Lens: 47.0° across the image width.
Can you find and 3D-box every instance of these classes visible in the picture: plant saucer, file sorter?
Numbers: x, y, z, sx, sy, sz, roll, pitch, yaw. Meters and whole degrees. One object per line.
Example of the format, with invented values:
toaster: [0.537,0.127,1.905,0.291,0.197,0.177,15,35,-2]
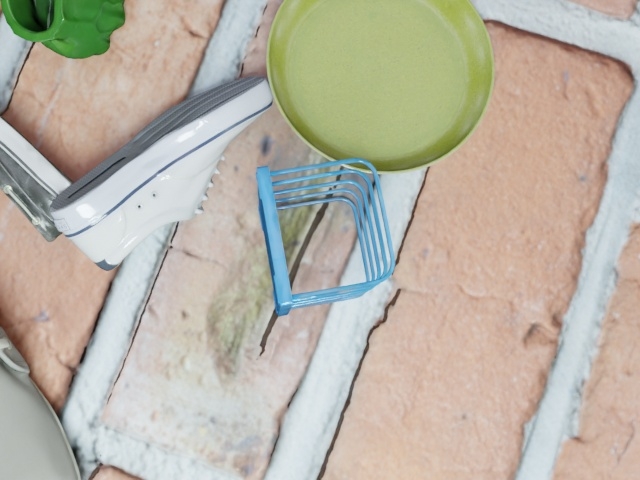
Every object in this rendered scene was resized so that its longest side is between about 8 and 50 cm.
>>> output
plant saucer: [0.062,-0.183,0.780,0.240,0.037,0.241,1,82,-5]
file sorter: [0.000,0.000,0.693,0.104,0.170,0.118,-10,82,-5]

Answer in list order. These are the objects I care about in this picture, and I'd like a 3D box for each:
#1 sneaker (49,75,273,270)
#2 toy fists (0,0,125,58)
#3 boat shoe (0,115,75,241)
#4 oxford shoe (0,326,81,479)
sneaker: [-0.146,-0.072,0.749,0.258,0.094,0.091,-38,122,-16]
toy fists: [-0.265,-0.324,0.733,0.096,0.142,0.279,-4,101,21]
boat shoe: [-0.335,-0.089,0.744,0.219,0.078,0.070,42,82,3]
oxford shoe: [-0.365,0.090,0.668,0.169,0.130,0.449,-26,79,-49]
